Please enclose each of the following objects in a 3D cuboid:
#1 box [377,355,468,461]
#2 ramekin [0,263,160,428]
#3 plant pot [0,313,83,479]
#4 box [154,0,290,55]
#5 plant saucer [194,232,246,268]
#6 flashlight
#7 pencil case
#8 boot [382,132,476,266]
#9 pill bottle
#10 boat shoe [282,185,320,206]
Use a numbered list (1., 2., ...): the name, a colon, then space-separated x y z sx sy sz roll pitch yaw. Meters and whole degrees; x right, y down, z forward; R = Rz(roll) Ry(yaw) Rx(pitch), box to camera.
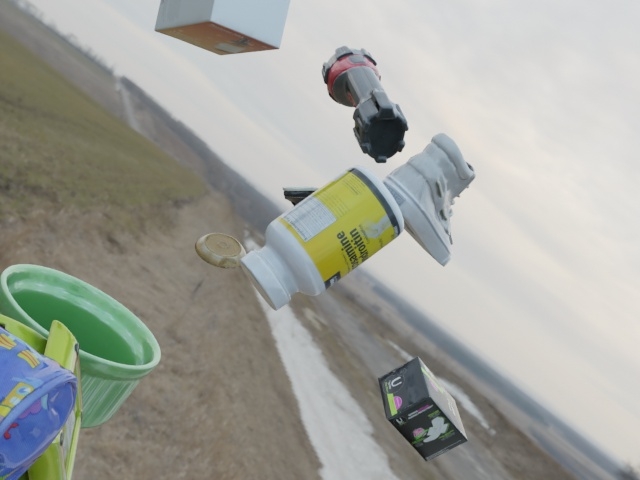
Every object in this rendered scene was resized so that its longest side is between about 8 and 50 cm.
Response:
1. box: 0.105 0.173 0.865 0.083 0.052 0.062 51 16 -32
2. ramekin: -0.444 0.186 1.450 0.303 0.148 0.303 33 8 -5
3. plant pot: -0.423 0.231 1.086 0.207 0.228 0.227 4 43 -8
4. box: -0.150 -0.347 1.277 0.130 0.091 0.170 13 -2 -38
5. plant saucer: -0.154 0.012 1.314 0.083 0.015 0.083 15 33 -10
6. flashlight: 0.072 -0.225 1.383 0.103 0.103 0.304 38 20 -29
7. pencil case: -0.340 0.080 0.634 0.306 0.119 0.133 30 37 5
8. boot: 0.168 -0.053 1.149 0.095 0.123 0.258 47 1 24
9. pill bottle: 0.000 0.000 0.992 0.103 0.184 0.103 51 -11 14
10. boat shoe: -0.016 -0.051 1.095 0.046 0.038 0.125 7 1 18
